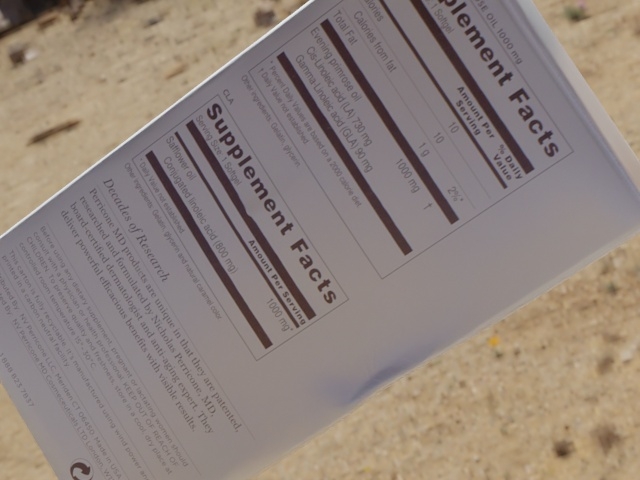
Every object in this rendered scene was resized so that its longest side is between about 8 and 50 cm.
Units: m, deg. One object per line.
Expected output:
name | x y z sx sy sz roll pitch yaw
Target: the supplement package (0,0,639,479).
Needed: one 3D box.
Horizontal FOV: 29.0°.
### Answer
supplement package | 0.000 0.000 0.508 0.244 0.134 0.139 -35 -6 16
